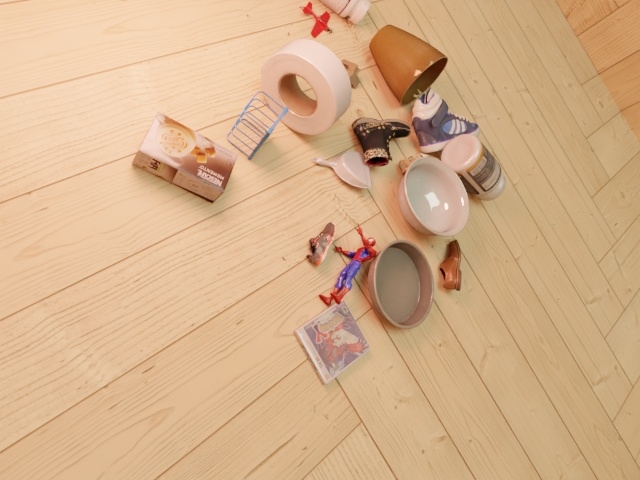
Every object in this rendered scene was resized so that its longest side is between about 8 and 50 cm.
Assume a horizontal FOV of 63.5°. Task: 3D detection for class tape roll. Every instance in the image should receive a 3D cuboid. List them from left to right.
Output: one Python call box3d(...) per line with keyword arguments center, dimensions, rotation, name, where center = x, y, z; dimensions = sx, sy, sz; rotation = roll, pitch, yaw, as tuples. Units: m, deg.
box3d(center=(-0.047, -0.478, 1.625), dimensions=(0.286, 0.286, 0.100), rotation=(46, 57, -10), name="tape roll")

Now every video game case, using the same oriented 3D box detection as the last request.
box3d(center=(0.039, 0.303, 1.563), dimensions=(0.201, 0.023, 0.183), rotation=(-29, 90, -35), name="video game case")

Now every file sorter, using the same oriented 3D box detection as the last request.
box3d(center=(-0.195, -0.349, 1.560), dimensions=(0.104, 0.170, 0.118), rotation=(37, 58, -11), name="file sorter")

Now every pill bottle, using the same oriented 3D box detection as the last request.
box3d(center=(0.075, -0.928, 1.955), dimensions=(0.221, 0.121, 0.121), rotation=(31, 60, -19), name="pill bottle")
box3d(center=(0.597, -0.272, 1.990), dimensions=(0.278, 0.162, 0.162), rotation=(33, 57, -41), name="pill bottle")

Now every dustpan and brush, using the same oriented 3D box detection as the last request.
box3d(center=(0.072, -0.256, 1.765), dimensions=(0.211, 0.060, 0.147), rotation=(18, 52, -33), name="dustpan and brush")

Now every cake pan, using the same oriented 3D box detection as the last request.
box3d(center=(0.263, 0.145, 1.707), dimensions=(0.293, 0.054, 0.293), rotation=(9, 76, -39), name="cake pan")

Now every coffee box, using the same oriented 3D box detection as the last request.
box3d(center=(-0.375, -0.227, 1.447), dimensions=(0.246, 0.098, 0.141), rotation=(28, 61, -21), name="coffee box")

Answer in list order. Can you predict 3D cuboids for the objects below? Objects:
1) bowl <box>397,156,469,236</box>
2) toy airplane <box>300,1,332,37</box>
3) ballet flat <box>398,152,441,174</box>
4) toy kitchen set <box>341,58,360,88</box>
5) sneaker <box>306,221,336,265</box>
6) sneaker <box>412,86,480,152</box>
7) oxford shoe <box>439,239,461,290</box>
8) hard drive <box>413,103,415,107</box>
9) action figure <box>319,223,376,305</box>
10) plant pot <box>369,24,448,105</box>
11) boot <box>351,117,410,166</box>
box3d(center=(0.380, -0.138, 1.858), dimensions=(0.298, 0.134, 0.297), rotation=(11, 67, -29), name="bowl")
box3d(center=(-0.013, -0.827, 1.922), dimensions=(0.151, 0.028, 0.151), rotation=(10, 70, -28), name="toy airplane")
box3d(center=(0.374, -0.298, 1.954), dimensions=(0.206, 0.073, 0.067), rotation=(-17, 68, -38), name="ballet flat")
box3d(center=(0.102, -0.611, 1.922), dimensions=(0.083, 0.075, 0.068), rotation=(-55, 149, 0), name="toy kitchen set")
box3d(center=(0.000, 0.000, 1.625), dimensions=(0.065, 0.061, 0.158), rotation=(28, 60, -13), name="sneaker")
box3d(center=(0.491, -0.492, 2.022), dimensions=(0.323, 0.130, 0.236), rotation=(-23, 107, -30), name="sneaker")
box3d(center=(0.473, 0.083, 1.883), dimensions=(0.076, 0.076, 0.212), rotation=(3, 53, 11), name="oxford shoe")
box3d(center=(0.443, -0.519, 2.099), dimensions=(0.135, 0.022, 0.094), rotation=(-20, 85, -35), name="hard drive")
box3d(center=(0.082, 0.060, 1.630), dimensions=(0.139, 0.091, 0.280), rotation=(54, 55, -16), name="action figure")
box3d(center=(0.311, -0.691, 1.978), dimensions=(0.237, 0.237, 0.254), rotation=(-34, 77, -35), name="plant pot")
box3d(center=(0.235, -0.347, 1.857), dimensions=(0.236, 0.085, 0.178), rotation=(0, 62, -25), name="boot")
